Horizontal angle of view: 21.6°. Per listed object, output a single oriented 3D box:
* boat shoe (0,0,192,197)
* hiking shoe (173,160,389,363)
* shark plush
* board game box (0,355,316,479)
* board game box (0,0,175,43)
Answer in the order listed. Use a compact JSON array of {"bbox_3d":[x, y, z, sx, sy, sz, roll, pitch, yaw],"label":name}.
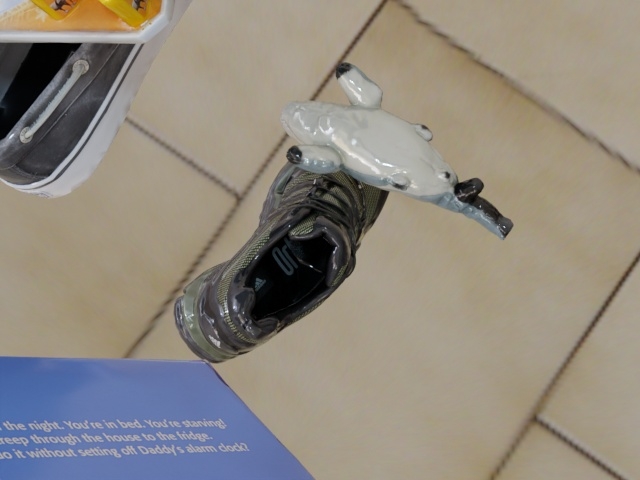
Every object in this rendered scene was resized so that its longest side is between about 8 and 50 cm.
[{"bbox_3d":[-0.153,-0.179,1.111,0.108,0.102,0.301,25,85,27],"label":"boat shoe"},{"bbox_3d":[0.000,0.000,1.195,0.086,0.114,0.227,49,62,-21],"label":"hiking shoe"},{"bbox_3d":[0.050,-0.054,1.057,0.161,0.067,0.073,18,75,0],"label":"shark plush"},{"bbox_3d":[-0.097,0.113,0.280,0.233,0.347,0.078,43,114,37],"label":"board game box"},{"bbox_3d":[-0.247,-0.309,0.984,0.390,0.050,0.390,3,78,20],"label":"board game box"}]
